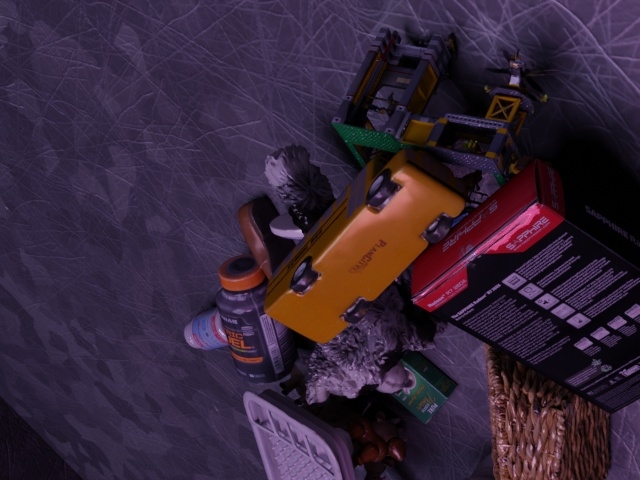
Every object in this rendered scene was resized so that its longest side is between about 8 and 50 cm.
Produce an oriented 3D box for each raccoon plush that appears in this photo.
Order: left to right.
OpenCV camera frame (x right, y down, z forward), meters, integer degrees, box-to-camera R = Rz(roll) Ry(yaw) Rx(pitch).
[{"bbox_3d":[0.018,0.069,1.611,0.299,0.216,0.446,-33,86,49],"label":"raccoon plush"}]

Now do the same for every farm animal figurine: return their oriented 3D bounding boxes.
[{"bbox_3d":[0.072,0.407,1.889,0.327,0.172,0.330,38,143,35],"label":"farm animal figurine"}]

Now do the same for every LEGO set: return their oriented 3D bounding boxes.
[{"bbox_3d":[0.190,-0.167,1.319,0.331,0.192,0.255,13,159,40],"label":"LEGO set"}]

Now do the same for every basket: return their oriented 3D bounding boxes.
[{"bbox_3d":[0.314,0.300,1.516,0.223,0.213,0.299,16,131,33],"label":"basket"}]

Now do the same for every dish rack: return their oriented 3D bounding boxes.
[{"bbox_3d":[-0.010,0.433,1.789,0.286,0.072,0.332,20,131,49],"label":"dish rack"}]

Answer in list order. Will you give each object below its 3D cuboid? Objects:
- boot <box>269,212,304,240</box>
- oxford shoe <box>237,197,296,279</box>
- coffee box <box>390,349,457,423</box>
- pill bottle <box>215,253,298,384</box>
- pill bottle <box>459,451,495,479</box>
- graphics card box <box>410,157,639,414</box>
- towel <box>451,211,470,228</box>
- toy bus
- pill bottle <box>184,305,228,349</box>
[{"bbox_3d":[0.000,0.000,1.677,0.190,0.069,0.086,4,127,37],"label":"boot"},{"bbox_3d":[-0.092,0.024,1.789,0.076,0.076,0.212,-11,103,50],"label":"oxford shoe"},{"bbox_3d":[0.152,0.243,1.762,0.184,0.040,0.113,39,141,12],"label":"coffee box"},{"bbox_3d":[-0.128,0.149,1.878,0.131,0.130,0.245,13,129,37],"label":"pill bottle"},{"bbox_3d":[0.264,0.537,1.645,0.204,0.361,0.204,26,137,27],"label":"pill bottle"},{"bbox_3d":[0.330,0.072,1.243,0.371,0.094,0.233,30,130,-21],"label":"graphics card box"},{"bbox_3d":[0.242,0.012,1.491,0.119,0.029,0.067,52,143,-5],"label":"towel"},{"bbox_3d":[0.055,0.004,1.307,0.108,0.130,0.332,31,124,-15],"label":"toy bus"},{"bbox_3d":[-0.219,0.184,2.028,0.160,0.087,0.087,-22,106,50],"label":"pill bottle"}]
